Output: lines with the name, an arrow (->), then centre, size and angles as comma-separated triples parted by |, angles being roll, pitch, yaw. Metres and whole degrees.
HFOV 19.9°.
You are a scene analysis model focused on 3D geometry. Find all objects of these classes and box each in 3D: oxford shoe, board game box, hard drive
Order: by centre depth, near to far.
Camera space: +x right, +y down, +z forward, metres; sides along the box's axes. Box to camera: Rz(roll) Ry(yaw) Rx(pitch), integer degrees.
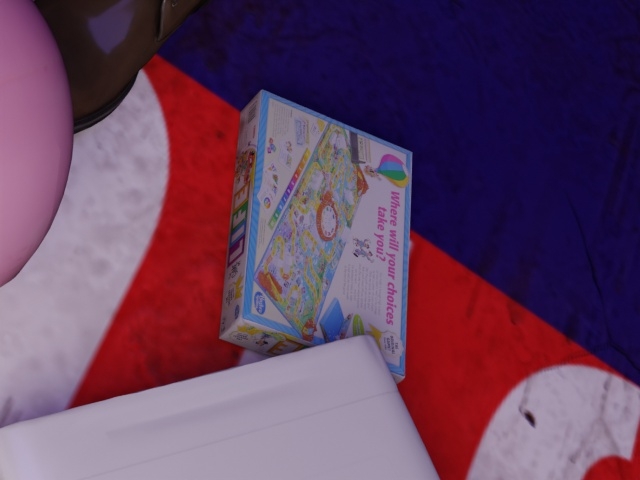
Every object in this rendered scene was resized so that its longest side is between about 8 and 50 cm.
hard drive -> 0.004, 0.228, 0.836 | 0.233, 0.047, 0.353 | -11, 69, -40
oxford shoe -> -0.103, -0.140, 0.984 | 0.083, 0.096, 0.227 | 42, 48, -8
board game box -> 0.000, 0.000, 1.014 | 0.103, 0.026, 0.154 | 21, 52, -23

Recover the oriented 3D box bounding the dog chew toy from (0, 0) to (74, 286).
dog chew toy -> -0.233, -0.122, 0.758 | 0.207, 0.207, 0.331 | -27, 102, -43
